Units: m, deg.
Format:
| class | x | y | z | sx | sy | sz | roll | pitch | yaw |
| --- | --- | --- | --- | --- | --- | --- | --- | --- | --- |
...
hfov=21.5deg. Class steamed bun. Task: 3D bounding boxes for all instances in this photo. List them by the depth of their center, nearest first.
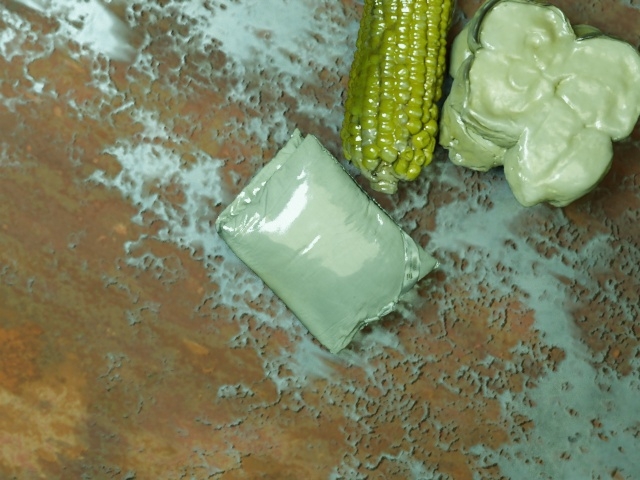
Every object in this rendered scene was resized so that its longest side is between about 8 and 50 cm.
| class | x | y | z | sx | sy | sz | roll | pitch | yaw |
| --- | --- | --- | --- | --- | --- | --- | --- | --- | --- |
| steamed bun | 0.200 | -0.123 | 1.583 | 0.177 | 0.106 | 0.192 | 15 | 84 | -7 |

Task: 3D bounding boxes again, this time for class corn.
| class | x | y | z | sx | sy | sz | roll | pitch | yaw |
| --- | --- | --- | --- | --- | --- | --- | --- | --- | --- |
| corn | 0.080 | -0.202 | 1.557 | 0.097 | 0.097 | 0.320 | 9 | 92 | -11 |

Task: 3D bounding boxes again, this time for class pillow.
| class | x | y | z | sx | sy | sz | roll | pitch | yaw |
| --- | --- | --- | --- | --- | --- | --- | --- | --- | --- |
| pillow | 0.000 | 0.000 | 1.570 | 0.134 | 0.078 | 0.181 | -43 | 99 | -3 |
